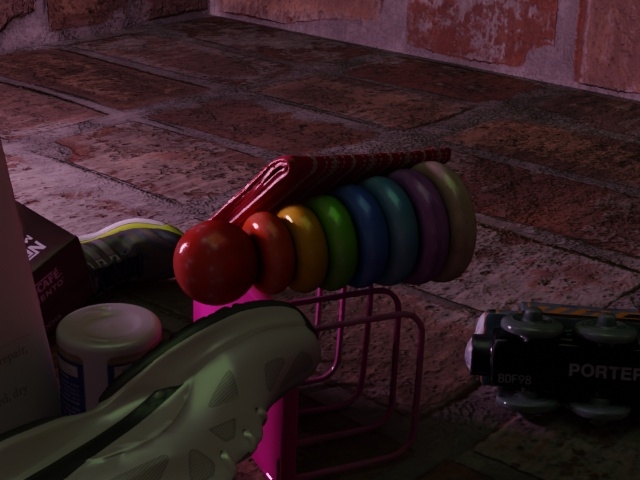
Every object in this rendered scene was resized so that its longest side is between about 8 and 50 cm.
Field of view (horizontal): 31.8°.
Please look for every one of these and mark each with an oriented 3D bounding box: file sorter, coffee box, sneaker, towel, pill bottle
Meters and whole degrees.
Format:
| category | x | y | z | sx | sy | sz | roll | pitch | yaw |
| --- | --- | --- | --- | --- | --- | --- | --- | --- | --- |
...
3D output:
| category | x | y | z | sx | sy | sz | roll | pitch | yaw |
| --- | --- | --- | --- | --- | --- | --- | --- | --- | --- |
| file sorter | -0.021 | 0.124 | 1.335 | 0.182 | 0.202 | 0.290 | -7 | 23 | -24 |
| coffee box | -0.476 | 0.022 | 1.533 | 0.297 | 0.119 | 0.168 | 27 | 54 | 27 |
| sneaker | -0.333 | 0.048 | 1.660 | 0.299 | 0.111 | 0.121 | -8 | 34 | -10 |
| sneaker | -0.108 | 0.235 | 0.959 | 0.257 | 0.169 | 0.447 | 44 | 46 | 19 |
| towel | 0.004 | -0.053 | 1.310 | 0.274 | 0.031 | 0.199 | -8 | -21 | -45 |
| pill bottle | -0.225 | 0.173 | 1.215 | 0.111 | 0.187 | 0.112 | 2 | 22 | -1 |

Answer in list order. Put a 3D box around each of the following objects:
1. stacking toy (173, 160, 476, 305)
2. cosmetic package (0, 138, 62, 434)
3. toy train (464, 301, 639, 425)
| category | x | y | z | sx | sy | sz | roll | pitch | yaw |
| --- | --- | --- | --- | --- | --- | --- | --- | --- | --- |
| stacking toy | 0.000 | 0.000 | 1.214 | 0.330 | 0.141 | 0.141 | -9 | 24 | -26 |
| cosmetic package | -0.525 | 0.051 | 1.152 | 0.329 | 0.394 | 0.327 | 0 | 18 | 35 |
| toy train | 0.350 | 0.145 | 1.413 | 0.333 | 0.142 | 0.190 | 3 | 10 | 7 |
